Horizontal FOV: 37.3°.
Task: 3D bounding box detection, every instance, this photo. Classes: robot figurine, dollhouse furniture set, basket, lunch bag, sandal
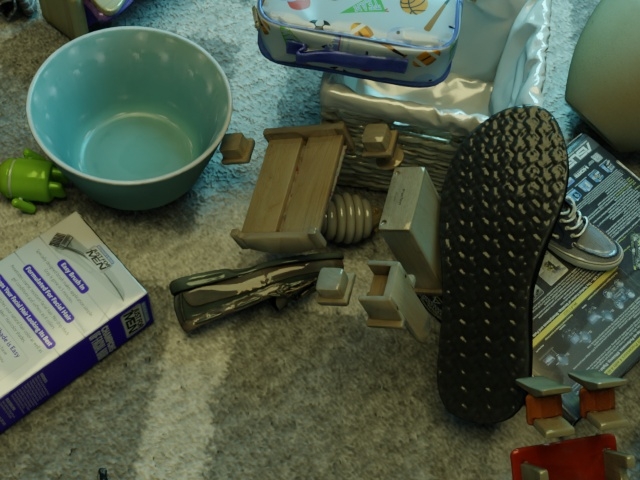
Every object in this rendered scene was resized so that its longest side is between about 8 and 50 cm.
[{"bbox_3d":[-0.463,-0.097,1.510,0.115,0.067,0.101,5,72,0],"label":"robot figurine"},{"bbox_3d":[0.380,0.301,1.272,0.259,0.135,0.262,-6,95,-10],"label":"dollhouse furniture set"},{"bbox_3d":[0.000,0.000,1.401,0.355,0.174,0.303,0,58,27],"label":"dollhouse furniture set"},{"bbox_3d":[0.176,-0.255,1.525,0.328,0.266,0.331,11,60,3],"label":"basket"},{"bbox_3d":[0.052,-0.338,1.356,0.303,0.115,0.243,9,63,2],"label":"lunch bag"},{"bbox_3d":[0.246,0.031,1.342,0.167,0.107,0.446,10,93,17],"label":"sandal"}]

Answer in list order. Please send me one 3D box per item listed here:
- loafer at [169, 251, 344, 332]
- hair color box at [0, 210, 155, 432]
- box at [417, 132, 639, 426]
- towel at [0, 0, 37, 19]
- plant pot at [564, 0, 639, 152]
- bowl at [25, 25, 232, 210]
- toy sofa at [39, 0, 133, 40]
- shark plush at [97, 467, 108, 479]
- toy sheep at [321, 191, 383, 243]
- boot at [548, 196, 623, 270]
[{"bbox_3d":[-0.090,0.078,1.431,0.267,0.096,0.084,-10,81,-8],"label":"loafer"},{"bbox_3d":[-0.430,0.132,1.361,0.338,0.110,0.185,-37,68,-19],"label":"hair color box"},{"bbox_3d":[0.390,0.054,1.461,0.395,0.097,0.318,-39,68,-21],"label":"box"},{"bbox_3d":[-0.571,-0.558,1.672,0.121,0.235,0.284,-2,61,-11],"label":"towel"},{"bbox_3d":[0.522,-0.258,1.573,0.191,0.284,0.284,-46,68,13],"label":"plant pot"},{"bbox_3d":[-0.294,-0.172,1.503,0.311,0.163,0.312,3,58,-4],"label":"bowl"},{"bbox_3d":[-0.322,-0.494,1.697,0.177,0.150,0.362,38,65,11],"label":"toy sofa"},{"bbox_3d":[-0.301,0.381,1.260,0.067,0.073,0.161,-20,64,20],"label":"shark plush"},{"bbox_3d":[0.036,-0.036,1.498,0.132,0.091,0.091,-6,61,-10],"label":"toy sheep"},{"bbox_3d":[0.363,-0.025,1.398,0.190,0.086,0.069,25,62,14],"label":"boot"}]
